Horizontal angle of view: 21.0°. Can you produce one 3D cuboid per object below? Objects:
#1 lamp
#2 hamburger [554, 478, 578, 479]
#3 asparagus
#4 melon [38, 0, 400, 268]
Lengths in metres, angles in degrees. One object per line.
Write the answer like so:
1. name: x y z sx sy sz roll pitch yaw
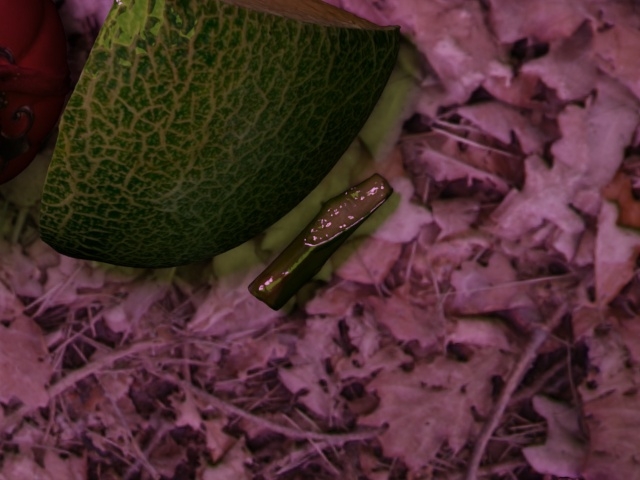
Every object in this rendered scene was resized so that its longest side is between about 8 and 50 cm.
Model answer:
1. lamp: -0.390 -0.163 1.634 0.303 0.257 0.303 -14 130 -18
2. hamburger: 0.242 0.341 1.738 0.182 0.118 0.191 -27 95 18
3. asparagus: 0.000 0.000 1.730 0.045 0.041 0.178 41 106 -11
4. melon: -0.131 -0.103 1.664 0.226 0.331 0.343 41 119 36
